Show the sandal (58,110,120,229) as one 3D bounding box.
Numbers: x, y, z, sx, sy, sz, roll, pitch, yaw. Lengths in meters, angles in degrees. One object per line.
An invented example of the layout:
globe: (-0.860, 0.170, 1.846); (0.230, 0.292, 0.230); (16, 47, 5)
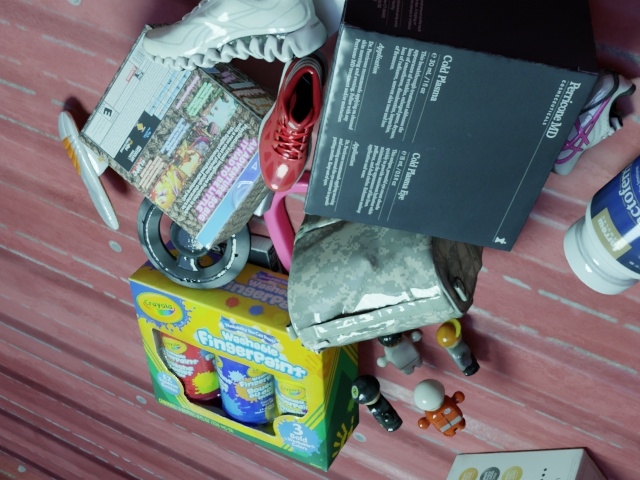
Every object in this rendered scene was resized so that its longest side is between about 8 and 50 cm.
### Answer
sandal: (-0.458, -0.153, 1.796); (0.102, 0.076, 0.265); (16, 132, 57)

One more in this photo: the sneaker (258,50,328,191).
sneaker: (-0.048, -0.156, 1.237); (0.087, 0.128, 0.221); (12, 115, 0)

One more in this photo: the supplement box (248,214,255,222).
supplement box: (-0.177, -0.044, 1.730); (0.083, 0.055, 0.043); (-20, 115, 45)

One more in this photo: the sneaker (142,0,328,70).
sneaker: (-0.132, -0.313, 1.236); (0.292, 0.110, 0.118); (-1, 122, 26)

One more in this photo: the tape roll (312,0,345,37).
tape roll: (-0.056, -0.419, 1.225); (0.286, 0.100, 0.286); (20, 139, 18)

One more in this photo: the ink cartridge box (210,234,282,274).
ink cartridge box: (-0.175, 0.065, 1.849); (0.208, 0.045, 0.206); (14, 137, 26)

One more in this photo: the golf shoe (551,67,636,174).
golf shoe: (0.374, -0.156, 1.218); (0.085, 0.067, 0.186); (22, 139, 12)

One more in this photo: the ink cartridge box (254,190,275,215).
ink cartridge box: (-0.205, -0.191, 1.540); (0.311, 0.065, 0.186); (26, 114, 13)

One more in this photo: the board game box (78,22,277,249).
board game box: (-0.204, -0.176, 1.431); (0.291, 0.141, 0.232); (41, 113, 4)

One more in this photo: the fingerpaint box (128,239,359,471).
fingerpaint box: (-0.152, 0.236, 1.809); (0.444, 0.163, 0.371); (17, 131, 23)

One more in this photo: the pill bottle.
pill bottle: (0.467, -0.038, 1.206); (0.153, 0.153, 0.265); (35, 141, -2)

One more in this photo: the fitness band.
fitness band: (0.000, 0.000, 1.652); (0.208, 0.054, 0.291); (6, 132, 31)

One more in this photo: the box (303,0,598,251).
box: (0.160, -0.179, 1.189); (0.312, 0.179, 0.343); (12, 140, -2)

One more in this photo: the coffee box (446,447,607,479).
coffee box: (0.441, 0.678, 1.814); (0.334, 0.338, 0.338); (-17, 120, 45)

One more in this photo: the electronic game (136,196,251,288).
electronic game: (-0.241, -0.012, 1.649); (0.229, 0.048, 0.229); (6, 116, 13)

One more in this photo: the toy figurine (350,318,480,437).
toy figurine: (0.183, 0.255, 1.661); (0.213, 0.210, 0.148); (-2, 140, 37)

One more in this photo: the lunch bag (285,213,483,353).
lunch bag: (0.101, 0.046, 1.422); (0.305, 0.256, 0.213); (-16, 122, 27)
